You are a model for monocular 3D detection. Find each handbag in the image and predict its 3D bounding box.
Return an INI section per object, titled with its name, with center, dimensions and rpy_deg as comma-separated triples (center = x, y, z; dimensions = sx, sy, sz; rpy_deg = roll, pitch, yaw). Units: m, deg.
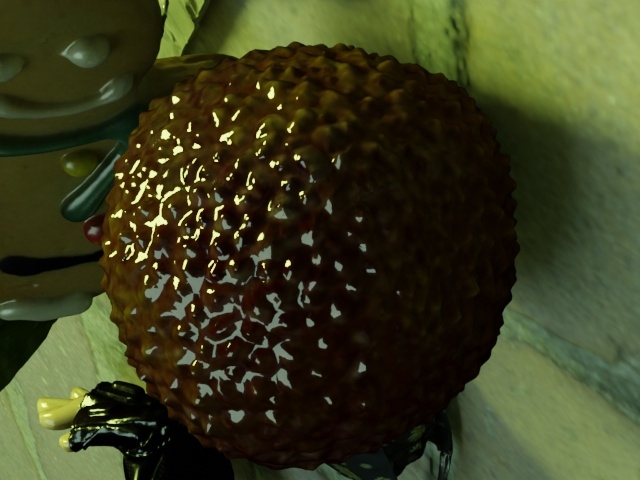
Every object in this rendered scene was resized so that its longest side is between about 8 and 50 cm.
[handbag]
center = 0.030, 0.117, 0.960
dimensions = 0.115, 0.072, 0.139
rpy_deg = 18, 145, 47

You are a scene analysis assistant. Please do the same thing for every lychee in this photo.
[lychee]
center = 0.000, 0.005, 0.727
dimensions = 0.194, 0.194, 0.194
rpy_deg = 38, 152, 24

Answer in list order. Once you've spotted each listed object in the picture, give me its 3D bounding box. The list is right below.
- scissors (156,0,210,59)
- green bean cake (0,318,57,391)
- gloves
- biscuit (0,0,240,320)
[scissors]
center = -0.064, -0.132, 0.832
dimensions = 0.109, 0.022, 0.300
rpy_deg = 50, 156, 6
[green bean cake]
center = -0.255, -0.001, 1.028
dimensions = 0.156, 0.247, 0.250
rpy_deg = 30, 159, 23
[gloves]
center = -0.137, 0.165, 1.256
dimensions = 0.203, 0.124, 0.164
rpy_deg = 56, 142, 44
[biscuit]
center = -0.123, -0.041, 0.856
dimensions = 0.301, 0.196, 0.049
rpy_deg = 88, 166, -58
